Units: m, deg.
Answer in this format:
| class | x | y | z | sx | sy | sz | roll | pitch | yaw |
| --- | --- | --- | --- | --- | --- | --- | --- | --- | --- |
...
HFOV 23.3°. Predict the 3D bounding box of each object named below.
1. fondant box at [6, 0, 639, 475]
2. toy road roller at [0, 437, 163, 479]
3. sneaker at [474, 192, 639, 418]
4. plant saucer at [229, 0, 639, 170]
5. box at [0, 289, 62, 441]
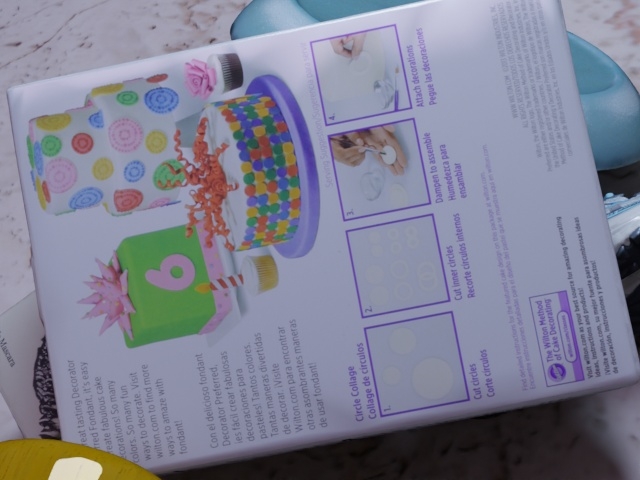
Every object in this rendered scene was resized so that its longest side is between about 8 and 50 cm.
| class | x | y | z | sx | sy | sz | roll | pitch | yaw |
| --- | --- | --- | --- | --- | --- | --- | --- | --- | --- |
| fondant box | 0.000 | 0.000 | 0.921 | 0.330 | 0.096 | 0.238 | -11 | 82 | 3 |
| toy road roller | -0.216 | 0.176 | 0.810 | 0.240 | 0.329 | 0.202 | -35 | 26 | 40 |
| sneaker | 0.180 | 0.004 | 1.023 | 0.283 | 0.110 | 0.122 | -21 | 37 | -3 |
| plant saucer | 0.093 | -0.134 | 1.130 | 0.317 | 0.044 | 0.317 | 12 | 23 | -5 |
| box | -0.082 | 0.038 | 1.036 | 0.275 | 0.094 | 0.113 | -37 | 57 | 0 |
